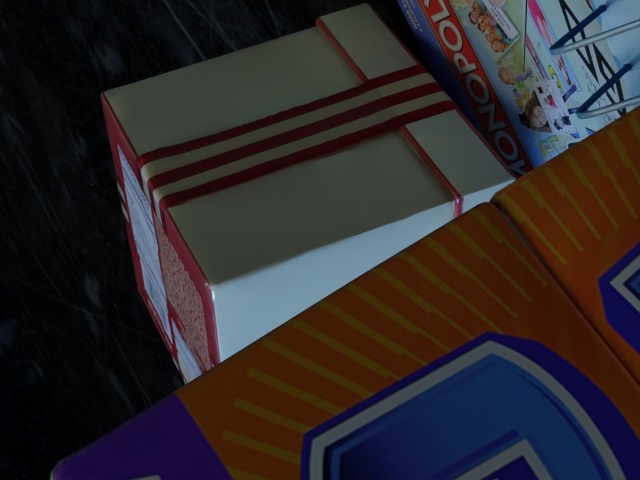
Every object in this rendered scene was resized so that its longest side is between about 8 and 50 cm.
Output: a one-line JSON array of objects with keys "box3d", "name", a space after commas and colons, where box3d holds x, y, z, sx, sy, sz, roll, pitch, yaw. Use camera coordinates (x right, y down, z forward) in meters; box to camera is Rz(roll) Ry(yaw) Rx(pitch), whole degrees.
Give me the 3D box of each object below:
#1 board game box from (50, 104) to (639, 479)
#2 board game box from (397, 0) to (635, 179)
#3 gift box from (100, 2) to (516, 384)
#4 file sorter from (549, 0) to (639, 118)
[{"box3d": [0.135, 0.191, 0.581, 0.356, 0.356, 0.356, 54, 160, 15], "name": "board game box"}, {"box3d": [0.150, -0.135, 0.933, 0.317, 0.046, 0.213, 62, 155, -8], "name": "board game box"}, {"box3d": [0.000, 0.000, 1.037, 0.276, 0.258, 0.255, 89, 156, -51], "name": "gift box"}, {"box3d": [0.187, -0.133, 0.750, 0.118, 0.104, 0.170, -16, 106, 41], "name": "file sorter"}]
